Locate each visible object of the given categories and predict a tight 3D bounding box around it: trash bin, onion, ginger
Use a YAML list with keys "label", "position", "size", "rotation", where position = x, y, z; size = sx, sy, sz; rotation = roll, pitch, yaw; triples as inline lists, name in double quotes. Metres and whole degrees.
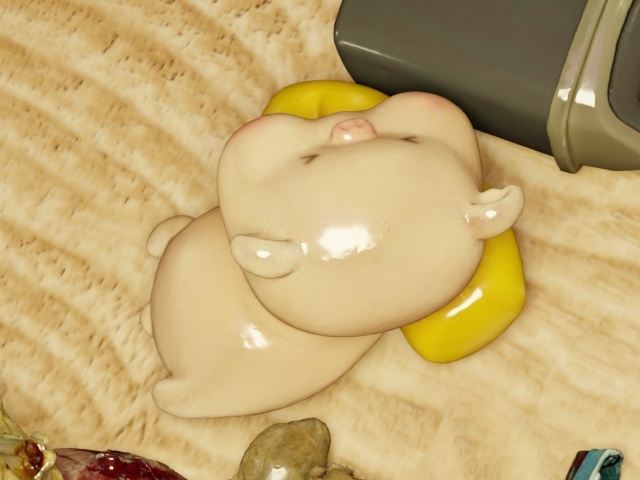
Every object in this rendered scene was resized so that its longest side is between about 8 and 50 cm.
- label: "trash bin"
  position: [0.176, -0.185, 1.408]
  size: [0.290, 0.182, 0.209]
  rotation: [19, 81, 17]
- label: "onion"
  position: [-0.173, 0.253, 1.396]
  size: [0.205, 0.098, 0.151]
  rotation: [10, 77, 10]
- label: "ginger"
  position: [0.021, 0.232, 1.381]
  size: [0.204, 0.080, 0.104]
  rotation: [36, 79, 17]

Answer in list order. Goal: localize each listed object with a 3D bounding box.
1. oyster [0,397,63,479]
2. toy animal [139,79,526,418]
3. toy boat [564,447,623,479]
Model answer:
- label: "oyster"
  position: [-0.340, 0.200, 1.354]
  size: [0.337, 0.133, 0.198]
  rotation: [16, 91, 25]
- label: "toy animal"
  position: [-0.009, -0.019, 1.356]
  size: [0.345, 0.247, 0.278]
  rotation: [-16, 77, 5]
- label: "toy boat"
  position: [0.226, 0.239, 1.357]
  size: [0.061, 0.060, 0.137]
  rotation: [14, 75, 33]
